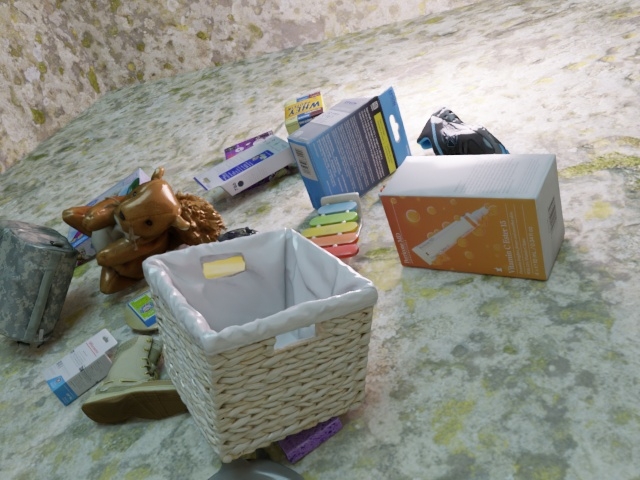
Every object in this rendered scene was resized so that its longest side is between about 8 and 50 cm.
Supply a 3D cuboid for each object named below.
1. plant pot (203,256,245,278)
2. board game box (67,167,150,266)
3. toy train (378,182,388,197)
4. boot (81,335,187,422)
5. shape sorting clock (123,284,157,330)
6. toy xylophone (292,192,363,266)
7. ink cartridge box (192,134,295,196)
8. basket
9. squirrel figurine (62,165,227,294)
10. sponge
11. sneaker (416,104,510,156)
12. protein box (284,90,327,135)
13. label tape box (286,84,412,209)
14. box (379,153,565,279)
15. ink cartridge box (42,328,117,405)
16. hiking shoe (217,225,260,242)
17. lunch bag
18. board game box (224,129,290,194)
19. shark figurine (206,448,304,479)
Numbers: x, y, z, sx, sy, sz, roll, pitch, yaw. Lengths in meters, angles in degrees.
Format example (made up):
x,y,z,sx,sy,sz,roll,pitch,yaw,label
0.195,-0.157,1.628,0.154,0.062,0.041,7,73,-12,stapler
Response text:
x,y,z,sx,sy,sz,roll,pitch,yaw,label
-0.225,0.141,1.360,0.238,0.254,0.254,-12,30,-16,plant pot
-0.747,-0.091,2.091,0.318,0.066,0.318,-34,32,3,board game box
0.249,-0.163,1.686,0.166,0.046,0.125,-28,33,-10,toy train
-0.386,0.302,1.336,0.261,0.095,0.203,-14,32,19,boot
-0.430,0.170,1.599,0.206,0.040,0.206,-13,31,8,shape sorting clock
0.000,0.000,1.560,0.236,0.081,0.323,-12,33,16,toy xylophone
-0.255,-0.244,2.006,0.332,0.065,0.165,-30,34,-14,ink cartridge box
-0.119,0.168,1.103,0.328,0.267,0.331,-13,29,-29,basket
-0.473,-0.065,1.689,0.397,0.281,0.370,-15,-14,-43,squirrel figurine
-0.057,0.328,1.157,0.117,0.031,0.210,-31,33,-15,sponge
0.414,-0.272,1.718,0.140,0.125,0.341,-50,37,6,sneaker
-0.026,-0.364,1.999,0.135,0.200,0.201,-17,33,8,protein box
0.095,-0.274,1.748,0.347,0.249,0.115,-39,36,-25,label tape box
0.340,-0.059,1.321,0.345,0.215,0.168,4,41,36,box
-0.581,0.310,1.464,0.180,0.060,0.104,-37,35,-22,ink cartridge box
-0.211,0.011,1.663,0.114,0.086,0.227,-34,33,-12,hiking shoe
-0.818,0.120,1.663,0.256,0.212,0.305,22,94,47,lunch bag
-0.239,-0.294,2.167,0.208,0.056,0.347,-26,33,1,board game box
-0.175,0.421,1.019,0.278,0.116,0.166,-24,31,-7,shark figurine
